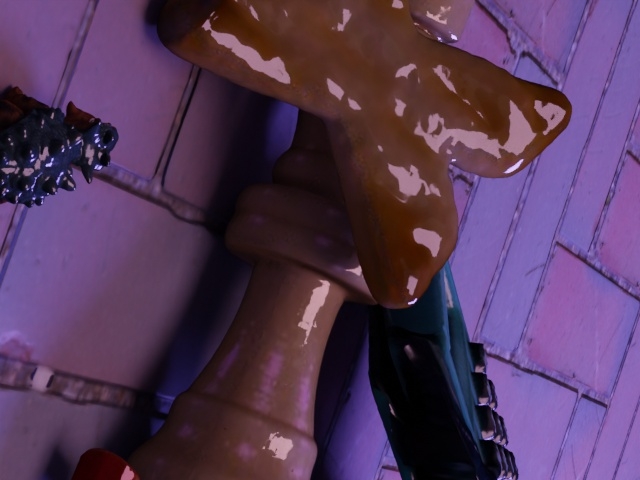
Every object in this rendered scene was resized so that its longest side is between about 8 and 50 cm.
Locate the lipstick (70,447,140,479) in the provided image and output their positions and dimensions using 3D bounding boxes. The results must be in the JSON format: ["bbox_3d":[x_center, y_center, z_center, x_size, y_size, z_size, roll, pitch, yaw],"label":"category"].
[{"bbox_3d":[-0.156,0.237,0.938,0.274,0.061,0.068,-68,154,-11],"label":"lipstick"}]

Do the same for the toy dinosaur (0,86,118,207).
[{"bbox_3d":[-0.138,-0.037,0.813,0.154,0.055,0.049,-24,130,-61],"label":"toy dinosaur"}]

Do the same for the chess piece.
[{"bbox_3d":[0.000,0.000,1.054,0.397,0.117,0.117,-69,155,-11],"label":"chess piece"}]

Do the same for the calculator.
[{"bbox_3d":[0.090,0.137,1.187,0.248,0.058,0.274,-83,157,-69],"label":"calculator"}]

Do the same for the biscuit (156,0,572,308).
[{"bbox_3d":[0.026,-0.089,0.986,0.164,0.047,0.208,-47,108,-20],"label":"biscuit"}]
